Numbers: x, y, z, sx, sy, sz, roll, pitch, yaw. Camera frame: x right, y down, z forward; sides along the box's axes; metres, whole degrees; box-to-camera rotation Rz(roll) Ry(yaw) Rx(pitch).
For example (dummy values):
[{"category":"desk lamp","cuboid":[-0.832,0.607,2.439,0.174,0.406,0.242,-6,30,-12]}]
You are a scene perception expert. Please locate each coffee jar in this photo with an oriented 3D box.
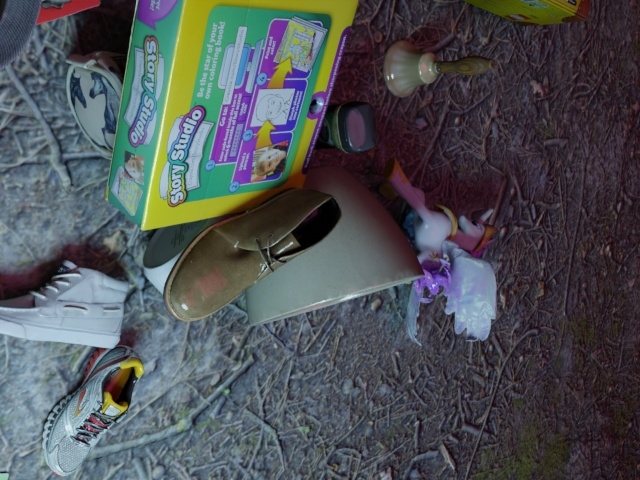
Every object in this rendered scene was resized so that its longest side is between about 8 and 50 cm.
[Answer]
[{"category":"coffee jar","cuboid":[0.022,-0.215,1.331,0.079,0.184,0.096,-23,114,-38]}]

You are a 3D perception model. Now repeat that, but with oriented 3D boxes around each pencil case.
[{"category":"pencil case","cuboid":[-0.196,-0.260,1.137,0.410,0.160,0.183,-27,120,-36]}]

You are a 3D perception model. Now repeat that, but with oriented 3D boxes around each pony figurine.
[{"category":"pony figurine","cuboid":[0.241,0.036,1.557,0.364,0.303,0.350,24,73,-28]}]

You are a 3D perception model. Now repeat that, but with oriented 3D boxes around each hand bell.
[{"category":"hand bell","cuboid":[0.262,-0.366,1.485,0.126,0.242,0.126,-9,103,-42]}]

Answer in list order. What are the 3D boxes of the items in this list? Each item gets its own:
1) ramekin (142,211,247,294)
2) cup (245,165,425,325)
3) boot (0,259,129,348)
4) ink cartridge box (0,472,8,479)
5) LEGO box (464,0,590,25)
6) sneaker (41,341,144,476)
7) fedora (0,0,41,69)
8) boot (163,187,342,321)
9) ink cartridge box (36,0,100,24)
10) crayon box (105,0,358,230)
[{"category":"ramekin","cuboid":[-0.198,0.015,1.168,0.109,0.207,0.207,45,67,-28]},{"category":"cup","cuboid":[0.000,0.000,1.299,0.331,0.331,0.236,-9,81,-41]},{"category":"boot","cuboid":[-0.410,0.088,1.068,0.258,0.095,0.123,19,79,-51]},{"category":"ink cartridge box","cuboid":[-0.556,0.462,1.020,0.171,0.056,0.234,17,89,-43]},{"category":"LEGO box","cuboid":[0.431,-0.734,1.602,0.500,0.193,0.372,2,97,-43]},{"category":"sneaker","cuboid":[-0.364,0.271,1.132,0.088,0.093,0.225,37,73,-40]},{"category":"fedora","cuboid":[-0.497,-0.310,0.867,0.276,0.124,0.243,12,87,-28]},{"category":"boot","cuboid":[-0.096,0.013,1.046,0.305,0.115,0.112,-38,113,-26]},{"category":"ink cartridge box","cuboid":[-0.412,-0.418,0.965,0.134,0.078,0.230,-33,119,-33]},{"category":"crayon box","cuboid":[-0.126,-0.212,1.021,0.313,0.106,0.362,-13,131,-45]}]
